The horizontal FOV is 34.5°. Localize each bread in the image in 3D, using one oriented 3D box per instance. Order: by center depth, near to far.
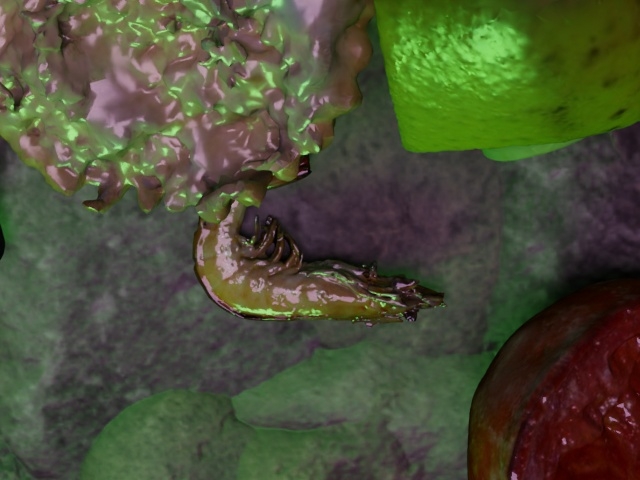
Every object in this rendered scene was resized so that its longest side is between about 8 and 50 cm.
[{"bbox_3d":[-0.098,-0.147,0.590,0.274,0.149,0.274,4,115,8],"label":"bread"}]

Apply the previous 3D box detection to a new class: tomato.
[{"bbox_3d":[0.181,0.135,0.694,0.233,0.139,0.200,-46,113,-18],"label":"tomato"}]

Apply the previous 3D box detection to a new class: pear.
[{"bbox_3d":[0.109,-0.177,0.508,0.176,0.282,0.287,-6,109,11],"label":"pear"}]

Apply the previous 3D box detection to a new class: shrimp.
[{"bbox_3d":[0.000,0.000,0.710,0.178,0.034,0.124,3,104,7],"label":"shrimp"}]

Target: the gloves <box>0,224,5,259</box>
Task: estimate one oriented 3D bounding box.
[{"bbox_3d":[-0.326,0.028,0.706,0.229,0.097,0.119,-31,151,5],"label":"gloves"}]
